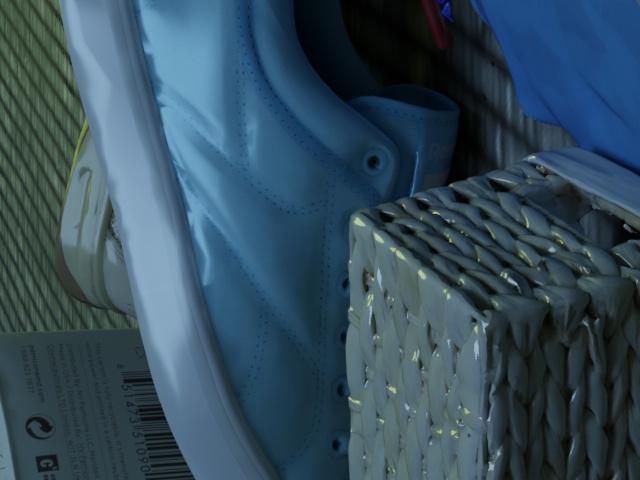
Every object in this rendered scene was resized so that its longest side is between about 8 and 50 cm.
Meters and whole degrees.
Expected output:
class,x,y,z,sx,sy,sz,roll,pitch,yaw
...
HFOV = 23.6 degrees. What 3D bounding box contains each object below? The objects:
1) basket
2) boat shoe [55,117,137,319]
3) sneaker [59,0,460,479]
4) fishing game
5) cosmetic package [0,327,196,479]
class,x,y,z,sx,sy,sz,roll,pitch,yaw
basket,0.073,0.064,0.546,0.113,0.103,0.167,-139,44,-57
boat shoe,-0.045,-0.117,0.820,0.110,0.121,0.341,17,101,27
sneaker,0.000,0.000,0.697,0.150,0.135,0.366,-15,100,21
fishing game,0.093,-0.091,0.539,0.264,0.041,0.189,45,163,53
cosmetic package,-0.144,0.166,0.969,0.184,0.151,0.151,118,143,-46
